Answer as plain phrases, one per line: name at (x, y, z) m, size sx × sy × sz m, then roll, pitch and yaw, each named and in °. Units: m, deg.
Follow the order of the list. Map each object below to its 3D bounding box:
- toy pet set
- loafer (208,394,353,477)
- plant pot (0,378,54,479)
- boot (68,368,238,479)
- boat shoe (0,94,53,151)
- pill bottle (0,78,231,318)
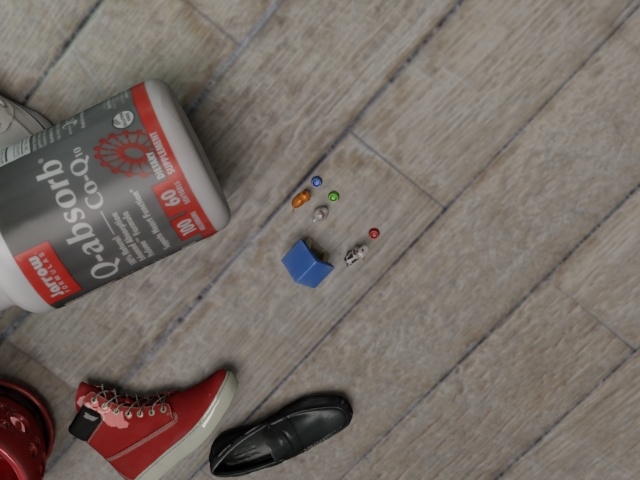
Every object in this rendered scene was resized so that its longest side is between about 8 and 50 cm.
toy pet set at (0.000, 0.000, 1.567) m, size 0.122 × 0.065 × 0.114 m, roll 40°, pitch 109°, yaw -11°
loafer at (-0.057, 0.286, 1.678) m, size 0.223 × 0.078 × 0.076 m, roll -23°, pitch 109°, yaw 13°
plant pot at (-0.481, 0.306, 1.668) m, size 0.191 × 0.174 × 0.191 m, roll 1°, pitch 111°, yaw 3°
boot at (-0.247, 0.233, 1.671) m, size 0.176 × 0.088 × 0.244 m, roll 42°, pitch 112°, yaw -10°
boat shoe at (-0.446, -0.161, 1.525) m, size 0.096 × 0.088 × 0.267 m, roll -41°, pitch 103°, yaw 18°
pill bottle at (-0.313, -0.036, 1.463) m, size 0.363 × 0.210 × 0.210 m, roll -26°, pitch 108°, yaw 0°
